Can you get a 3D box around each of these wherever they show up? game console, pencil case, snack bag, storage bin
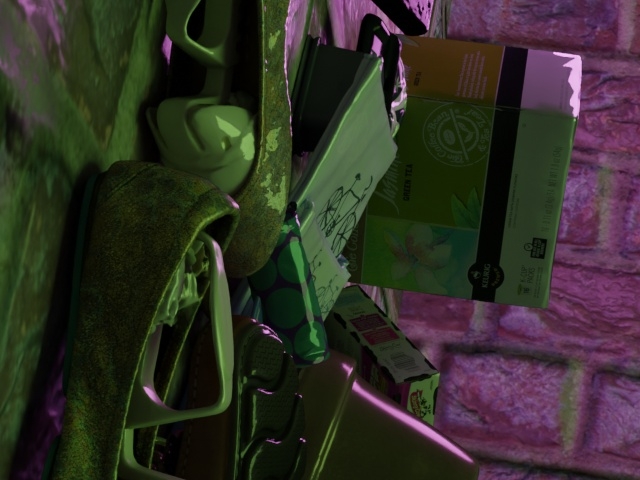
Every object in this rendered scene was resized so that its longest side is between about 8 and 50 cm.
[{"bbox_3d":[0.065,-0.255,1.833,0.213,0.044,0.361,35,60,-56],"label":"game console"},{"bbox_3d":[-0.036,0.044,1.382,0.070,0.064,0.152,-146,-138,-72],"label":"pencil case"},{"bbox_3d":[0.000,0.000,1.578,0.343,0.037,0.323,-62,167,-10],"label":"snack bag"},{"bbox_3d":[0.020,-0.155,1.704,0.098,0.091,0.135,85,17,-59],"label":"storage bin"}]

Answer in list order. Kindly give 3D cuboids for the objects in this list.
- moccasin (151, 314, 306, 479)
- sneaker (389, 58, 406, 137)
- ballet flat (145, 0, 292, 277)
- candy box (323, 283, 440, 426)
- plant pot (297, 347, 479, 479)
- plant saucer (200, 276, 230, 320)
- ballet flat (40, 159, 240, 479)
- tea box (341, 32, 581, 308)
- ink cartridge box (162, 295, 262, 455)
[{"bbox_3d":[-0.101,0.227,1.152,0.139,0.147,0.380,-44,148,-54],"label":"moccasin"},{"bbox_3d":[0.063,-0.179,1.961,0.153,0.094,0.235,101,11,-70],"label":"sneaker"},{"bbox_3d":[-0.080,-0.125,1.088,0.106,0.107,0.316,-11,105,-60],"label":"ballet flat"},{"bbox_3d":[0.072,0.189,2.051,0.233,0.071,0.159,47,-39,48],"label":"candy box"},{"bbox_3d":[0.049,0.276,1.682,0.263,0.229,0.263,22,90,-86],"label":"plant pot"},{"bbox_3d":[-0.096,0.032,1.346,0.083,0.015,0.083,8,90,-82],"label":"plant saucer"},{"bbox_3d":[-0.118,0.122,0.940,0.123,0.123,0.349,52,47,-79],"label":"ballet flat"},{"bbox_3d":[0.205,-0.106,2.215,0.220,0.323,0.329,-70,165,-57],"label":"tea box"},{"bbox_3d":[-0.097,0.219,1.367,0.186,0.065,0.311,-74,172,-49],"label":"ink cartridge box"}]
